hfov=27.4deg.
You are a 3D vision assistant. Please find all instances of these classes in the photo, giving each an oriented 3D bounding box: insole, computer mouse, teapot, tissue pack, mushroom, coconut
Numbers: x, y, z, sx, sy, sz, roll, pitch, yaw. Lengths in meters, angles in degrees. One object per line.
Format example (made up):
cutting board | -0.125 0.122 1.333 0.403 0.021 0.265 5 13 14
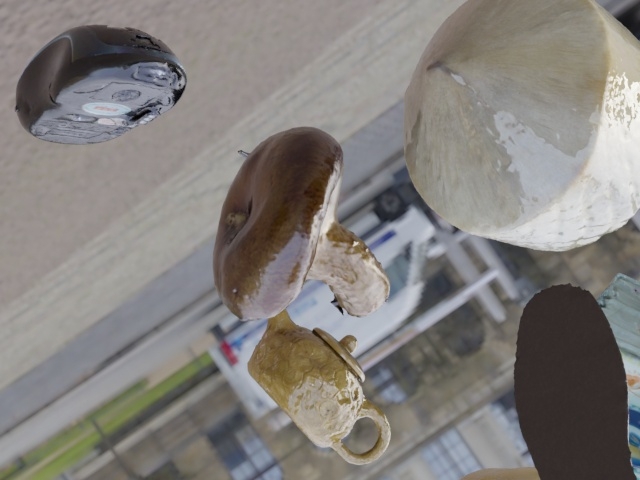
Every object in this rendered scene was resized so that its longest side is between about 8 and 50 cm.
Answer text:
insole | 0.246 0.193 1.228 0.111 0.327 0.007 -19 153 21
computer mouse | -0.240 -0.174 1.414 0.137 0.096 0.233 12 161 -38
teapot | 0.005 0.223 2.115 0.167 0.311 0.203 -42 -176 -7
tissue pack | 0.551 0.257 2.124 0.162 0.287 0.388 -57 160 -32
mushroom | -0.028 -0.025 1.702 0.254 0.267 0.267 -7 163 -29
coconut | 0.230 -0.144 1.460 0.329 0.329 0.329 -34 177 -2

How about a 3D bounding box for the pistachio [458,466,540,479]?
pistachio | 0.240 0.378 1.454 0.238 0.321 0.229 -33 -149 -2

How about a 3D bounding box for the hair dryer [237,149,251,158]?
hair dryer | -0.087 -0.116 2.132 0.047 0.071 0.150 -48 137 15
